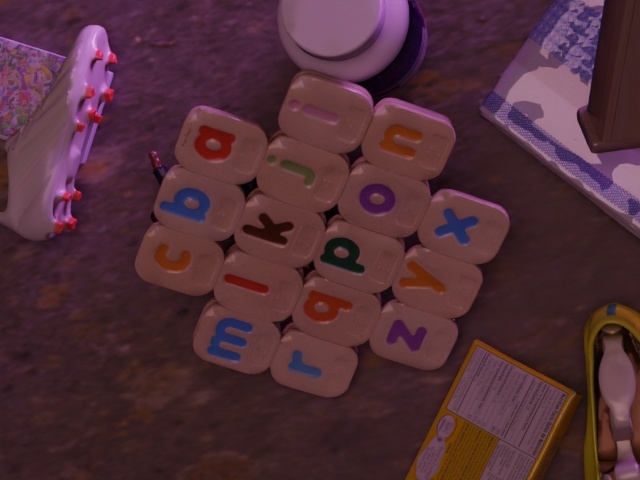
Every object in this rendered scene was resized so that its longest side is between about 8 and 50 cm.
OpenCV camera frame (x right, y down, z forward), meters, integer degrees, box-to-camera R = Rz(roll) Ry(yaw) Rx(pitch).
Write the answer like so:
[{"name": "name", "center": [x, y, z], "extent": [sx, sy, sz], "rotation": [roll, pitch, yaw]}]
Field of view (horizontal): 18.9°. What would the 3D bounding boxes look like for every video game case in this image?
[{"name": "video game case", "center": [-0.254, -0.126, 1.709], "extent": [0.122, 0.011, 0.087], "rotation": [18, 91, 10]}]

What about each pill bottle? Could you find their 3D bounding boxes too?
[{"name": "pill bottle", "center": [0.024, -0.177, 1.568], "extent": [0.108, 0.193, 0.108], "rotation": [0, 88, 10]}]

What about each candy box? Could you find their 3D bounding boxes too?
[{"name": "candy box", "center": [0.129, 0.197, 1.607], "extent": [0.105, 0.027, 0.206], "rotation": [28, 94, 29]}]

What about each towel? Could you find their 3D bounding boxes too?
[{"name": "towel", "center": [0.292, -0.156, 1.602], "extent": [0.209, 0.034, 0.285], "rotation": [37, 93, 11]}]

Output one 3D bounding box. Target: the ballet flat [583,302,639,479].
[{"name": "ballet flat", "center": [0.251, 0.166, 1.575], "extent": [0.077, 0.077, 0.231], "rotation": [-7, 87, 9]}]

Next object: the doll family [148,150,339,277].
[{"name": "doll family", "center": [-0.059, -0.026, 1.643], "extent": [0.193, 0.076, 0.111], "rotation": [34, 98, 14]}]

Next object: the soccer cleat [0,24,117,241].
[{"name": "soccer cleat", "center": [-0.234, -0.096, 1.666], "extent": [0.076, 0.068, 0.196], "rotation": [17, 94, 13]}]

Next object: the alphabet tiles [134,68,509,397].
[{"name": "alphabet tiles", "center": [0.000, 0.000, 1.576], "extent": [0.278, 0.021, 0.284], "rotation": [17, 120, -9]}]

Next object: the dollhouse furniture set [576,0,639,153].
[{"name": "dollhouse furniture set", "center": [0.299, -0.259, 1.560], "extent": [0.286, 0.198, 0.303], "rotation": [-7, 48, -8]}]
